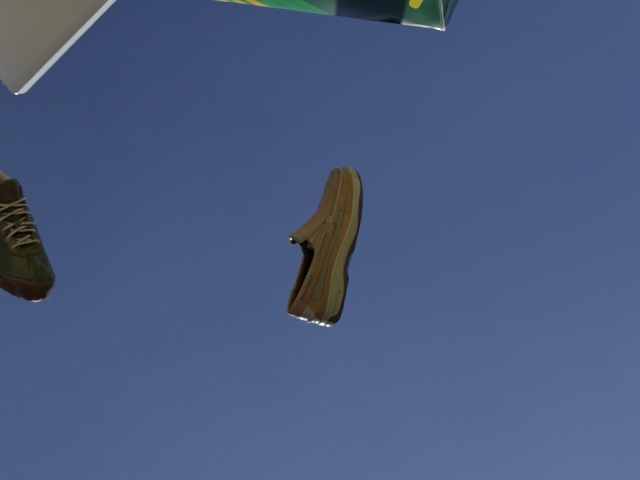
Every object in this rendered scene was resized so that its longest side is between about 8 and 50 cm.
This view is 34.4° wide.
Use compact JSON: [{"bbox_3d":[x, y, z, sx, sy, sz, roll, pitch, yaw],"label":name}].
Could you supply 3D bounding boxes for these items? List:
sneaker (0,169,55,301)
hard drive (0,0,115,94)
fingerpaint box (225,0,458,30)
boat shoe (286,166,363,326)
[{"bbox_3d":[-0.342,-0.025,1.105,0.064,0.086,0.192,-13,-133,-45],"label":"sneaker"},{"bbox_3d":[-0.361,-0.368,1.353,0.203,0.307,0.040,49,-162,-3],"label":"hard drive"},{"bbox_3d":[0.011,-0.425,0.996,0.163,0.371,0.444,71,-143,-52],"label":"fingerpaint box"},{"bbox_3d":[0.000,0.000,1.183,0.072,0.068,0.190,14,-108,-16],"label":"boat shoe"}]
